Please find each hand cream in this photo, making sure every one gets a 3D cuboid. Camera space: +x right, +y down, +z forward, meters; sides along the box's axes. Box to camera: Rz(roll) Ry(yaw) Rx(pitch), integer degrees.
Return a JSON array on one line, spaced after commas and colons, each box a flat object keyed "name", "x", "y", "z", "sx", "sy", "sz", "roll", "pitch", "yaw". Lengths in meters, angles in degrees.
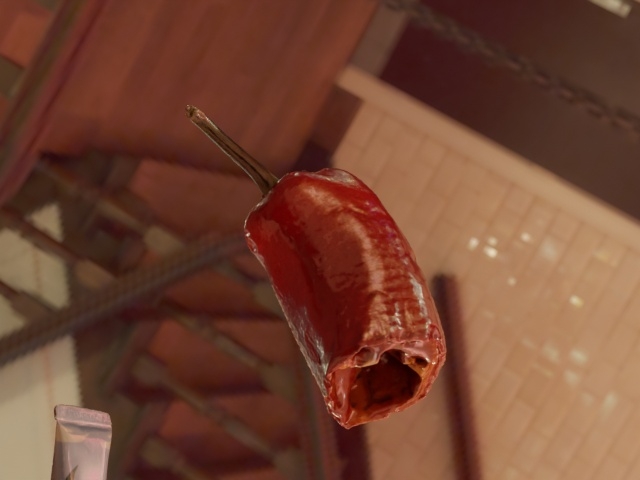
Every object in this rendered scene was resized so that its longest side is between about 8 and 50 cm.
[{"name": "hand cream", "x": -0.247, "y": 0.291, "z": 1.659, "sx": 0.088, "sy": 0.055, "sz": 0.256, "roll": 18, "pitch": 72, "yaw": -54}]

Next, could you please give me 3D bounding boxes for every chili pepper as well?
[{"name": "chili pepper", "x": 0.003, "y": 0.002, "z": 1.552, "sx": 0.131, "sy": 0.338, "sz": 0.134, "roll": -24, "pitch": 143, "yaw": -6}]
